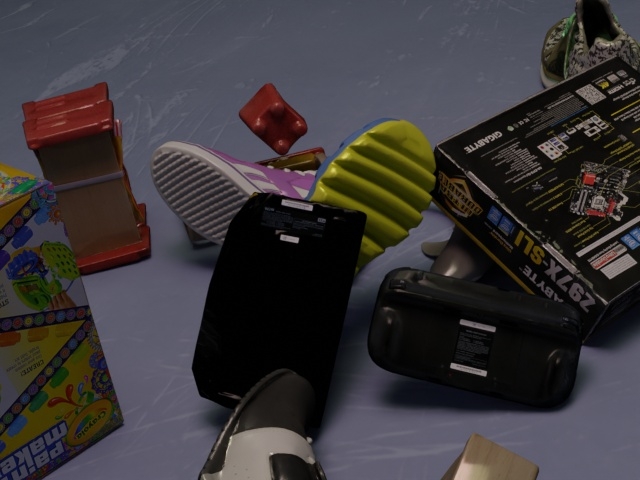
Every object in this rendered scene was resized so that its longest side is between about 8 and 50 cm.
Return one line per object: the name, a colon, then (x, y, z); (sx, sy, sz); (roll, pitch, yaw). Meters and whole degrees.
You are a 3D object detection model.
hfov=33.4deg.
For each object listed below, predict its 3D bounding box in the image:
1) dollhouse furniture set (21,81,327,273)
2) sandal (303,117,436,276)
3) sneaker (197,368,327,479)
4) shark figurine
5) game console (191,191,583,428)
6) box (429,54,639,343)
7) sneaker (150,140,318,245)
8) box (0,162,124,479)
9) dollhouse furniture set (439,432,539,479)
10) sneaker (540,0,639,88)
dollhouse furniture set: (-0.182, -0.110, 1.408); (0.374, 0.201, 0.152); (-14, 29, -8)
sandal: (0.000, 0.000, 1.142); (0.317, 0.126, 0.138); (-53, 22, -7)
sneaker: (-0.037, 0.231, 0.852); (0.146, 0.122, 0.330); (17, 33, 9)
shark figurine: (0.166, -0.049, 1.288); (0.166, 0.116, 0.278); (-12, 30, -8)
game console: (0.066, 0.088, 1.026); (0.362, 0.213, 0.044); (13, -6, 6)
box: (0.314, -0.061, 1.192); (0.322, 0.079, 0.257); (-28, 62, -31)
sneaker: (-0.064, -0.056, 1.327); (0.282, 0.102, 0.161); (29, 35, 7)
box: (-0.378, 0.068, 1.057); (0.290, 0.279, 0.177); (20, 40, 41)
dollhouse furniture set: (0.158, 0.319, 0.648); (0.303, 0.198, 0.286); (27, 53, 6)
sneaker: (0.413, -0.288, 1.575); (0.158, 0.182, 0.410); (-7, 28, 4)
